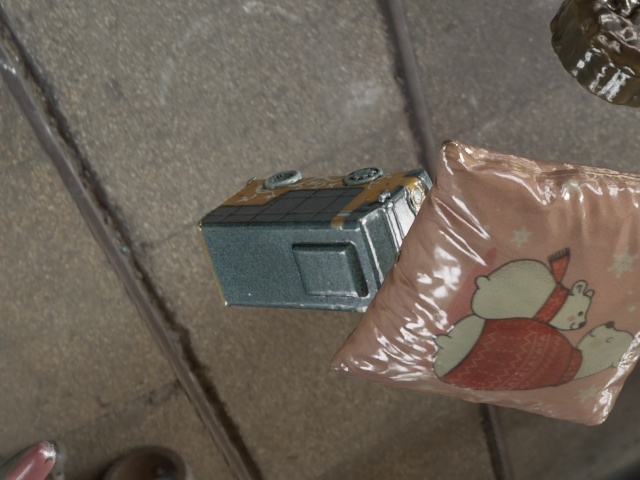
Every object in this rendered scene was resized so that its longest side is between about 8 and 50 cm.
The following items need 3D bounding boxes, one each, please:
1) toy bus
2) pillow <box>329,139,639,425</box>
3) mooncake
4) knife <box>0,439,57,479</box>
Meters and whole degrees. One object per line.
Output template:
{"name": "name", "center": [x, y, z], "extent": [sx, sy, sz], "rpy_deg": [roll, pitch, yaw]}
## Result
{"name": "toy bus", "center": [0.000, 0.000, 1.225], "extent": [0.167, 0.275, 0.138], "rpy_deg": [-40, 121, -47]}
{"name": "pillow", "center": [0.141, 0.036, 0.677], "extent": [0.223, 0.084, 0.236], "rpy_deg": [9, 131, -13]}
{"name": "mooncake", "center": [0.466, -0.312, 1.498], "extent": [0.228, 0.228, 0.124], "rpy_deg": [-11, 155, -22]}
{"name": "knife", "center": [-0.212, 0.170, 0.520], "extent": [0.247, 0.035, 0.018], "rpy_deg": [-41, 131, 24]}
